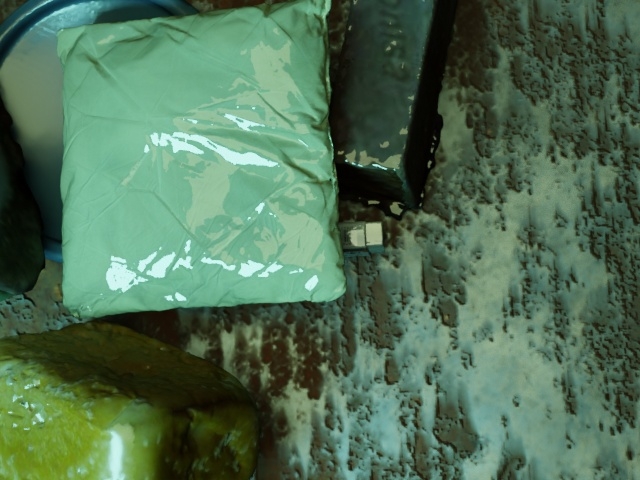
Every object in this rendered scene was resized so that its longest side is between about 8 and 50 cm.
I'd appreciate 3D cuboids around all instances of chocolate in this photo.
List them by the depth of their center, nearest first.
[{"bbox_3d":[0.072,-0.189,1.190,0.112,0.112,0.321,11,82,9],"label":"chocolate"}]

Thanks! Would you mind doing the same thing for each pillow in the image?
[{"bbox_3d":[-0.116,-0.076,1.138,0.274,0.076,0.281,-5,82,17],"label":"pillow"}]

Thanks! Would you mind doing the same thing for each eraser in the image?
[{"bbox_3d":[0.000,0.000,1.197,0.122,0.052,0.029,-3,82,5],"label":"eraser"}]

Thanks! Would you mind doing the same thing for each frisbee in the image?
[{"bbox_3d":[-0.216,-0.118,1.238,0.289,0.049,0.289,-2,83,13],"label":"frisbee"}]

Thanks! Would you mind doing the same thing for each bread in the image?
[{"bbox_3d":[-0.191,0.180,1.103,0.246,0.195,0.176,17,104,35],"label":"bread"}]

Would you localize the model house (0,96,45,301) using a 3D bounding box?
[{"bbox_3d":[-0.490,-0.043,1.135,0.339,0.297,0.360,-29,77,16],"label":"model house"}]
